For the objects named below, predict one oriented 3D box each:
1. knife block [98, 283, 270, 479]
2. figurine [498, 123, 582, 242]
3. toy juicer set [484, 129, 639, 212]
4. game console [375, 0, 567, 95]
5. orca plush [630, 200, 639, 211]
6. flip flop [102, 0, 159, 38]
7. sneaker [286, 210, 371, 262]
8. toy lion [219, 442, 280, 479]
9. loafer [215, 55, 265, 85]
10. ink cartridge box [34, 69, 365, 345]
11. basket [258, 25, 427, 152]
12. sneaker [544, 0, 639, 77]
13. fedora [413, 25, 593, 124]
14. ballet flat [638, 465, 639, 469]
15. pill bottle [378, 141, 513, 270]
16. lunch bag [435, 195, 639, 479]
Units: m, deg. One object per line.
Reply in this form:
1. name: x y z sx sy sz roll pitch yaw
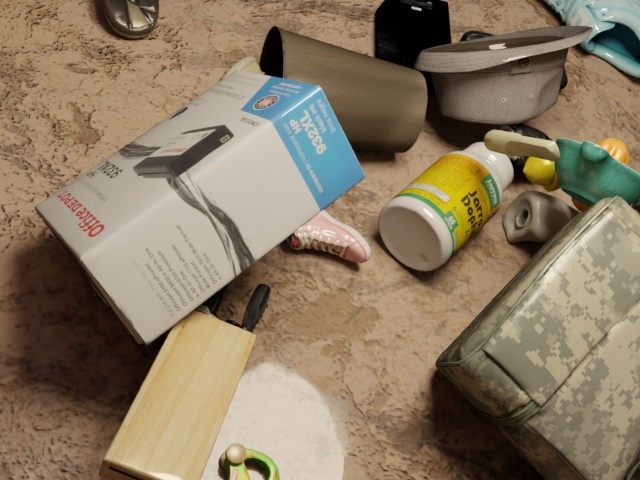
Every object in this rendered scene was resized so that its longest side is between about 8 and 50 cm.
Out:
1. knife block: -0.126 0.130 0.827 0.088 0.275 0.242 21 82 -2
2. figurine: 0.388 -0.075 1.226 0.210 0.092 0.214 6 56 -19
3. toy juicer set: 0.342 -0.103 1.034 0.329 0.089 0.209 26 7 -35
4. game console: 0.271 -0.327 1.384 0.362 0.044 0.213 10 56 -10
5. orca plush: 0.646 -0.027 1.259 0.151 0.102 0.287 -34 72 -33
6. flip flop: -0.306 -0.440 1.260 0.112 0.080 0.276 3 71 -22
7. sneaker: 0.000 0.000 1.068 0.134 0.051 0.070 38 56 13
8. toy lion: -0.070 0.285 0.864 0.096 0.034 0.100 19 53 -13
9. loafer: -0.141 -0.142 1.094 0.092 0.102 0.268 33 65 -14
10. ink cartridge box: -0.142 -0.054 0.892 0.307 0.129 0.223 -38 32 -15
11. basket: 0.030 -0.211 1.164 0.227 0.154 0.204 7 49 -18
12. sneaker: 0.515 -0.445 1.485 0.366 0.135 0.150 37 51 10
13. fedora: 0.286 -0.253 1.225 0.276 0.124 0.244 -16 20 -21
14. ballet flat: 0.440 0.208 1.045 0.124 0.116 0.342 -11 63 -2
15. pill bottle: 0.188 -0.057 1.124 0.118 0.117 0.208 42 54 12
16. lunch bag: 0.324 0.141 0.937 0.256 0.212 0.305 44 80 8
